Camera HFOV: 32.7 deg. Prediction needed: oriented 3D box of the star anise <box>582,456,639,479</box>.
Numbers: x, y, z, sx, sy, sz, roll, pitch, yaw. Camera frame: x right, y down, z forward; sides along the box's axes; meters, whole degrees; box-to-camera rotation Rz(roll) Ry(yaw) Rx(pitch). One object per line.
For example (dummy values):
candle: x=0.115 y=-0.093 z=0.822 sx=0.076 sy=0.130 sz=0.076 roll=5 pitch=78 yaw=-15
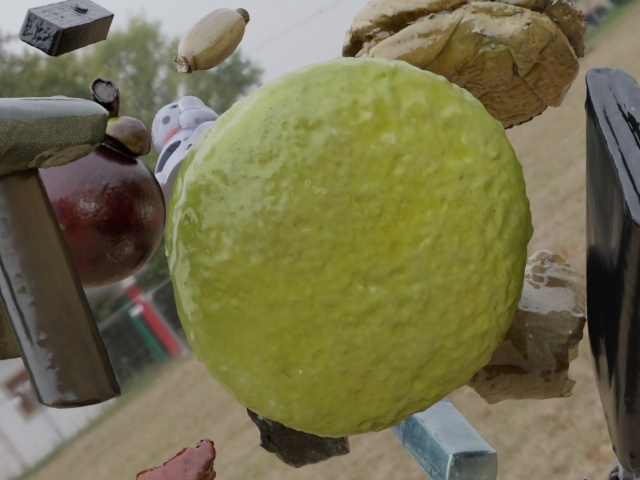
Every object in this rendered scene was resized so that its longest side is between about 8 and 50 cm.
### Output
star anise: x=0.446 y=0.398 z=1.555 sx=0.262 sy=0.081 sz=0.230 roll=-60 pitch=23 yaw=14

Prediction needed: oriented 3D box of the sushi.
sushi: x=-0.045 y=0.235 z=1.606 sx=0.127 sy=0.225 sz=0.124 roll=-22 pitch=32 yaw=2

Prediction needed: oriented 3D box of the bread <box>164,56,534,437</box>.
bread: x=0.000 y=0.000 z=1.073 sx=0.348 sy=0.348 sz=0.308 roll=-37 pitch=15 yaw=-15

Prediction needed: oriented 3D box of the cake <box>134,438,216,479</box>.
cake: x=-0.189 y=0.232 z=0.687 sx=0.158 sy=0.159 sz=0.262 roll=108 pitch=-173 yaw=-57

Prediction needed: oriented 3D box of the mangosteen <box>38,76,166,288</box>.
mangosteen: x=-0.288 y=-0.070 z=1.320 sx=0.215 sy=0.215 sz=0.257 roll=-42 pitch=-37 yaw=-69

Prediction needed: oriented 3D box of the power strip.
power strip: x=-0.210 y=-0.181 z=0.913 sx=0.029 sy=0.038 sz=0.111 roll=-63 pitch=-2 yaw=22

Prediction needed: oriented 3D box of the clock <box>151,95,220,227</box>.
clock: x=-0.188 y=-0.132 z=1.699 sx=0.189 sy=0.189 sz=0.254 roll=-36 pitch=36 yaw=9

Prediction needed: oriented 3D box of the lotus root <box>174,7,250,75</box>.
lotus root: x=-0.154 y=-0.276 z=1.508 sx=0.073 sy=0.062 sz=0.150 roll=11 pitch=47 yaw=39

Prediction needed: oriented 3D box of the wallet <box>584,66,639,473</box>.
wallet: x=0.320 y=0.042 z=1.138 sx=0.062 sy=0.406 sz=0.228 roll=-7 pitch=45 yaw=7

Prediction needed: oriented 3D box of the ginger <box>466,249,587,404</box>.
ginger: x=0.216 y=0.091 z=1.364 sx=0.221 sy=0.275 sz=0.130 roll=-45 pitch=8 yaw=4

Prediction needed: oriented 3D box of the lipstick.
lipstick: x=0.155 y=0.264 z=1.512 sx=0.076 sy=0.077 sz=0.290 roll=0 pitch=15 yaw=-15

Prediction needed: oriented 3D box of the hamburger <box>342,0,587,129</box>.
hamburger: x=0.169 y=-0.217 z=1.290 sx=0.283 sy=0.144 sz=0.259 roll=-7 pitch=-24 yaw=8

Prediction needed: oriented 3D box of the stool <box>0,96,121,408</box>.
stool: x=-0.329 y=0.011 z=0.803 sx=0.310 sy=0.226 sz=0.310 roll=-6 pitch=6 yaw=-29
